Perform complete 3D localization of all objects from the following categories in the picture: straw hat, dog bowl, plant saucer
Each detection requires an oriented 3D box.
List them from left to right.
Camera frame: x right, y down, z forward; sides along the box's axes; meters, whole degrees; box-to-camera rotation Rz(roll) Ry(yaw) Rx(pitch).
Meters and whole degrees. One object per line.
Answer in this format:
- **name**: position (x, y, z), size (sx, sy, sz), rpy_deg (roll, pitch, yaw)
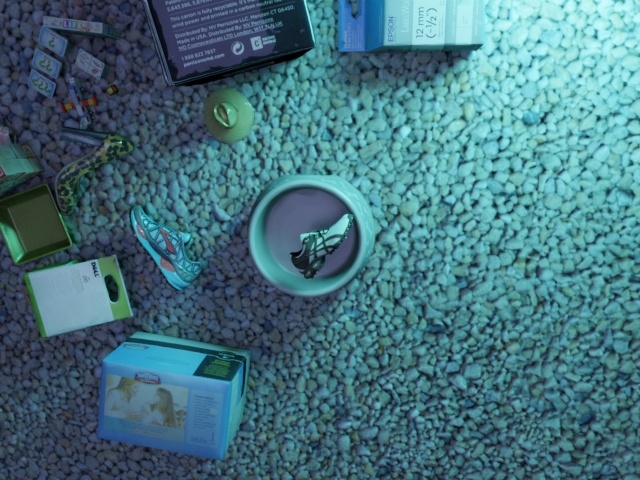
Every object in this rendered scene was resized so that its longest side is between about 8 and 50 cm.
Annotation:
- **plant saucer**: position (-0.799, -0.046, 1.643), size (0.188, 0.045, 0.189), rpy_deg (-18, 98, 9)
- **straw hat**: position (-0.247, -0.324, 1.520), size (0.144, 0.061, 0.145), rpy_deg (1, 101, 6)
- **dog bowl**: position (-0.032, -0.010, 1.538), size (0.348, 0.102, 0.349), rpy_deg (1, 100, 6)

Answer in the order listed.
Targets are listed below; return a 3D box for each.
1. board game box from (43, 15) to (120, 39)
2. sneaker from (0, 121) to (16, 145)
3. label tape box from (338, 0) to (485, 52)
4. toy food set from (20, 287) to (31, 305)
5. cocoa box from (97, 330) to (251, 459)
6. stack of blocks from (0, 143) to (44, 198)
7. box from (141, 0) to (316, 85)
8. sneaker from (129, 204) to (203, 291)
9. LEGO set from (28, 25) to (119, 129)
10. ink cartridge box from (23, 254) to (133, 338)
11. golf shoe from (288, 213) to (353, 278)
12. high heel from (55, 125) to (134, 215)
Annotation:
- **board game box**: position (-0.605, -0.541, 1.495), size (0.154, 0.103, 0.026), rpy_deg (8, 102, 4)
- **sneaker**: position (-0.875, -0.309, 1.599), size (0.070, 0.051, 0.134), rpy_deg (-17, 102, 8)
- **label tape box**: position (0.212, -0.582, 1.393), size (0.347, 0.115, 0.249), rpy_deg (1, 101, 4)
- **toy food set**: position (-0.795, 0.140, 1.694), size (0.122, 0.019, 0.078), rpy_deg (-21, 98, 2)
- **cocoa box**: position (-0.390, 0.412, 1.593), size (0.346, 0.228, 0.232), rpy_deg (9, 102, 5)
- **stack of blocks**: position (-0.876, -0.164, 1.499), size (0.171, 0.297, 0.087), rpy_deg (-28, 96, 12)
- **box**: position (-0.216, -0.588, 1.211), size (0.297, 0.480, 0.472), rpy_deg (-16, 106, -1)
- **sneaker**: position (-0.414, 0.002, 1.598), size (0.125, 0.104, 0.262), rpy_deg (-34, 100, -6)
- **LEGO set**: position (-0.653, -0.414, 1.532), size (0.244, 0.060, 0.182), rpy_deg (32, 119, -2)
- **ink cartridge box**: position (-0.663, 0.147, 1.643), size (0.255, 0.097, 0.189), rpy_deg (-13, 99, -3)
- **golf shoe**: position (0.000, 0.000, 1.445), size (0.094, 0.077, 0.198), rpy_deg (39, 101, -2)
- **high heel**: position (-0.611, -0.172, 1.589), size (0.186, 0.093, 0.261), rpy_deg (7, 116, -17)
